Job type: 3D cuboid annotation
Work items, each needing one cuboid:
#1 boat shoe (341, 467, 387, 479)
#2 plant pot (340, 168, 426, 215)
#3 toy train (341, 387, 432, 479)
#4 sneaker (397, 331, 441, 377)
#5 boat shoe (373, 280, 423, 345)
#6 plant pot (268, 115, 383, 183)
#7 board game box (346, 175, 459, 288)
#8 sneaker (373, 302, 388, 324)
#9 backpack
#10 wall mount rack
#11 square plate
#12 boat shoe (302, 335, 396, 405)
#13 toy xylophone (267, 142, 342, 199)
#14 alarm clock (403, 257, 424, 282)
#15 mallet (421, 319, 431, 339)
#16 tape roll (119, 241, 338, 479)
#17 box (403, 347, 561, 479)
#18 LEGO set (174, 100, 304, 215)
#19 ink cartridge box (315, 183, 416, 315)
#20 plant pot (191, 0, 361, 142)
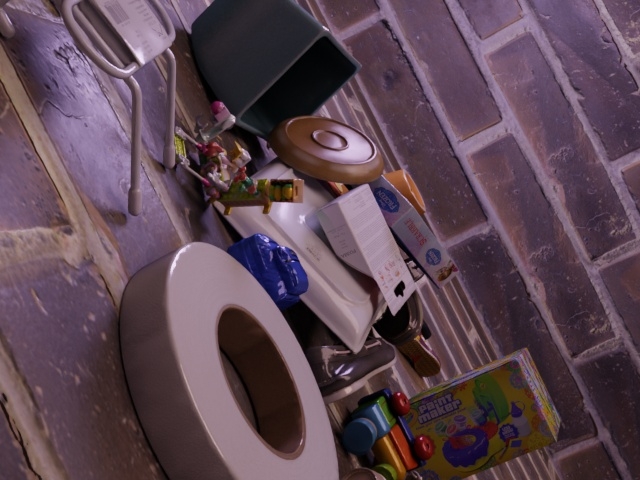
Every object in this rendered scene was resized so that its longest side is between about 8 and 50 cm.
[{"bbox_3d":[0.038,0.391,1.106,0.098,0.109,0.302,59,20,-19],"label":"boat shoe"},{"bbox_3d":[0.167,-0.090,2.232,0.205,0.188,0.205,56,16,-25],"label":"plant pot"},{"bbox_3d":[0.127,0.389,1.438,0.247,0.105,0.143,63,25,2],"label":"toy train"},{"bbox_3d":[0.245,0.265,2.110,0.185,0.070,0.083,53,22,-36],"label":"sneaker"},{"bbox_3d":[0.114,0.087,1.912,0.130,0.132,0.355,34,21,-43],"label":"boat shoe"},{"bbox_3d":[0.016,-0.187,1.664,0.237,0.032,0.236,13,32,-8],"label":"plant pot"},{"bbox_3d":[0.137,-0.074,1.829,0.318,0.066,0.318,50,2,37],"label":"board game box"},{"bbox_3d":[0.040,0.061,1.715,0.147,0.130,0.329,30,32,-31],"label":"sneaker"},{"bbox_3d":[-0.082,0.047,1.313,0.120,0.101,0.098,63,7,15],"label":"backpack"},{"bbox_3d":[-0.265,-0.216,1.114,0.304,0.131,0.350,54,16,-17],"label":"wall mount rack"},{"bbox_3d":[0.000,0.000,1.524,0.347,0.049,0.344,46,24,-2],"label":"square plate"},{"bbox_3d":[0.052,0.200,1.478,0.095,0.112,0.335,68,18,3],"label":"boat shoe"},{"bbox_3d":[-0.026,-0.183,1.947,0.236,0.081,0.322,54,17,-30],"label":"toy xylophone"},{"bbox_3d":[0.198,0.091,2.163,0.064,0.129,0.192,63,-6,-5],"label":"alarm clock"},{"bbox_3d":[0.281,0.224,2.388,0.062,0.039,0.189,60,11,-10],"label":"mallet"},{"bbox_3d":[-0.100,0.188,1.053,0.392,0.072,0.392,56,15,-24],"label":"tape roll"},{"bbox_3d":[0.323,0.366,1.759,0.177,0.290,0.279,66,15,10],"label":"box"},{"bbox_3d":[-0.149,-0.119,1.307,0.107,0.132,0.287,40,5,-45],"label":"LEGO set"},{"bbox_3d":[0.088,0.019,1.544,0.224,0.056,0.181,66,24,-5],"label":"ink cartridge box"},{"bbox_3d":[-0.115,-0.381,1.708,0.252,0.248,0.247,50,11,16],"label":"plant pot"}]
